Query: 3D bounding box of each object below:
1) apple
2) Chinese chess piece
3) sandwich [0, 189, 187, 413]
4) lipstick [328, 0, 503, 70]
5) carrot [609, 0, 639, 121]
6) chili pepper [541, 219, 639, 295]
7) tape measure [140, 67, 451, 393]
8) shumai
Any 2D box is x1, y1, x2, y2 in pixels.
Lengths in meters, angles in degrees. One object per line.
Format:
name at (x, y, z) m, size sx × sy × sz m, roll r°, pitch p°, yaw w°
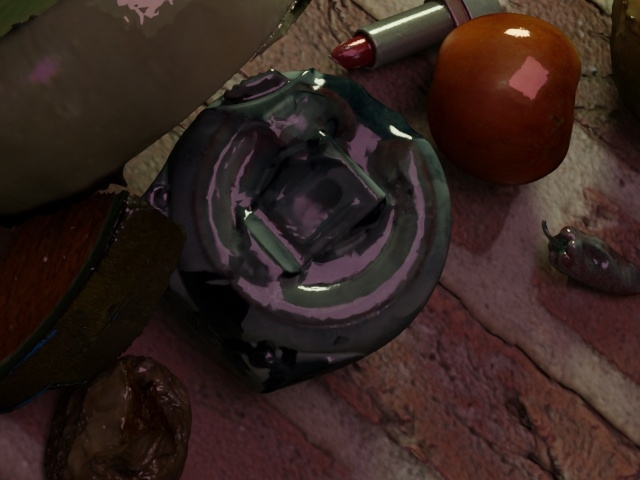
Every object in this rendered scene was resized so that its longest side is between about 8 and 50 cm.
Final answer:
apple at (0.173, -0.135, 1.746) m, size 0.139 × 0.163 × 0.163 m, roll 7°, pitch 67°, yaw 6°
Chinese chess piece at (-0.174, -0.169, 1.472) m, size 0.146 × 0.349 × 0.349 m, roll 52°, pitch 57°, yaw -21°
sandwich at (-0.204, 0.049, 1.485) m, size 0.079 × 0.159 × 0.235 m, roll 25°, pitch 102°, yaw -35°
lipstick at (0.084, -0.200, 1.784) m, size 0.186 × 0.057 × 0.063 m, roll -22°, pitch 83°, yaw -25°
carrot at (0.420, -0.263, 1.872) m, size 0.224 × 0.224 × 0.340 m, roll 31°, pitch 62°, yaw -14°
chili pepper at (0.268, 0.021, 1.803) m, size 0.153 × 0.041 × 0.050 m, roll 24°, pitch 83°, yaw -35°
tape measure at (-0.021, -0.010, 1.586) m, size 0.256 × 0.147 × 0.275 m, roll 44°, pitch 74°, yaw 0°
shumai at (-0.159, 0.167, 1.516) m, size 0.123 × 0.105 × 0.139 m, roll 34°, pitch 86°, yaw -16°
